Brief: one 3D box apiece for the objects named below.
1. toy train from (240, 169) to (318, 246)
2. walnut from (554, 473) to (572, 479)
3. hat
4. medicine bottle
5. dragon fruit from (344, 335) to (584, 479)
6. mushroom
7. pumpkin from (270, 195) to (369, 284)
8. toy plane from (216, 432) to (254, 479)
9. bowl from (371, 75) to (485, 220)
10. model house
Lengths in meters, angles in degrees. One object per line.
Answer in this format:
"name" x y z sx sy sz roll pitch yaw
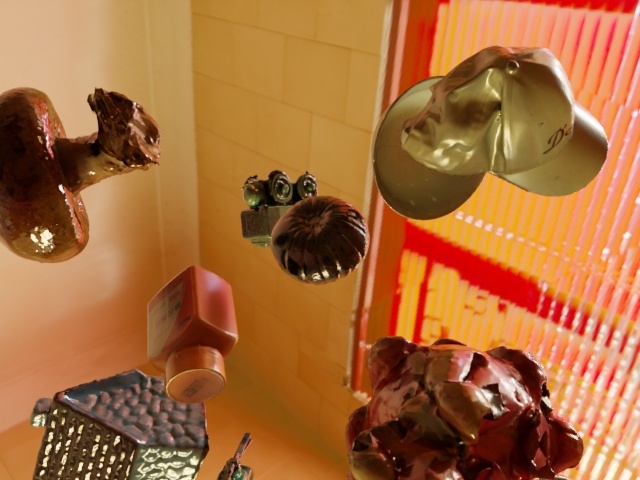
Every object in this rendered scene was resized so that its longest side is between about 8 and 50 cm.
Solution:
"toy train" -0.120 -0.098 1.788 0.299 0.166 0.238 -7 -87 -47
"walnut" 0.314 0.385 0.719 0.178 0.230 0.178 -56 6 8
"hat" 0.160 -0.090 0.455 0.166 0.081 0.122 26 -95 -17
"medicine bottle" -0.234 0.174 1.048 0.149 0.222 0.112 -40 -49 20
"dragon fruit" 0.140 0.210 0.582 0.227 0.307 0.243 -35 -81 13
"mushroom" -0.511 -0.153 1.127 0.356 0.331 0.334 -36 -6 -17
"pumpkin" 0.000 0.000 1.153 0.202 0.202 0.140 -44 -39 -20
"toy plane" -0.120 0.339 0.751 0.235 0.060 0.096 -53 -29 -84
"bowl" 0.219 -0.214 1.279 0.313 0.146 0.314 -10 -66 -23
"model house" -0.461 0.447 1.250 0.339 0.297 0.360 12 -61 -24
